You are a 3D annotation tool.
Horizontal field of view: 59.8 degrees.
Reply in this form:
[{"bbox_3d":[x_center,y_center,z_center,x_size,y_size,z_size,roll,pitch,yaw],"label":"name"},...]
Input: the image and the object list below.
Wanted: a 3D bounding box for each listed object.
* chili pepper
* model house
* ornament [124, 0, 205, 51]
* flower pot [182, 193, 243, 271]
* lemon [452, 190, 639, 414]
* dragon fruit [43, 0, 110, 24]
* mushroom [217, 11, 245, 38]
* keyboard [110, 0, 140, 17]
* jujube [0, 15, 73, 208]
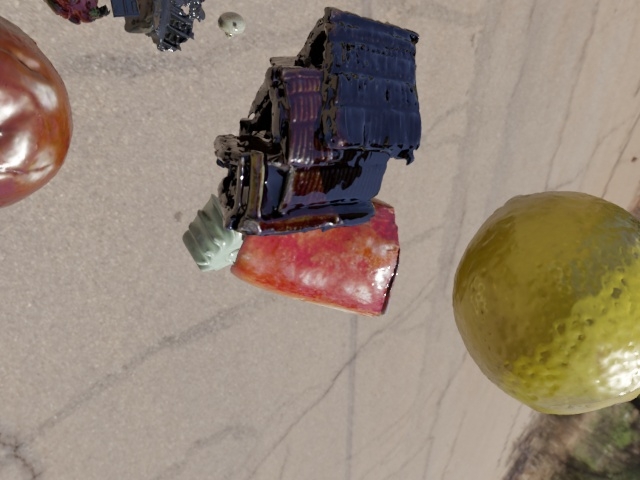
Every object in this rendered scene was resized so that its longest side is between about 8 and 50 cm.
[{"bbox_3d":[0.000,0.000,1.076,0.305,0.229,0.252,16,104,-9],"label":"chili pepper"},{"bbox_3d":[-0.015,-0.199,0.813,0.317,0.297,0.283,-5,129,-34],"label":"model house"},{"bbox_3d":[-0.440,-0.673,1.633,0.260,0.106,0.251,13,80,-63],"label":"ornament"},{"bbox_3d":[-0.219,-0.041,1.676,0.367,0.165,0.254,-10,149,-49],"label":"flower pot"},{"bbox_3d":[0.305,0.079,0.708,0.293,0.293,0.293,-32,140,-32],"label":"lemon"},{"bbox_3d":[-0.608,-0.630,1.377,0.166,0.160,0.172,-33,127,-29],"label":"dragon fruit"},{"bbox_3d":[-0.275,-0.656,1.710,0.085,0.085,0.079,-30,154,-35],"label":"mushroom"},{"bbox_3d":[-0.478,-0.624,1.328,0.063,0.198,0.010,-10,171,-16],"label":"keyboard"},{"bbox_3d":[-0.397,-0.148,0.550,0.223,0.318,0.223,-39,144,-37],"label":"jujube"}]
